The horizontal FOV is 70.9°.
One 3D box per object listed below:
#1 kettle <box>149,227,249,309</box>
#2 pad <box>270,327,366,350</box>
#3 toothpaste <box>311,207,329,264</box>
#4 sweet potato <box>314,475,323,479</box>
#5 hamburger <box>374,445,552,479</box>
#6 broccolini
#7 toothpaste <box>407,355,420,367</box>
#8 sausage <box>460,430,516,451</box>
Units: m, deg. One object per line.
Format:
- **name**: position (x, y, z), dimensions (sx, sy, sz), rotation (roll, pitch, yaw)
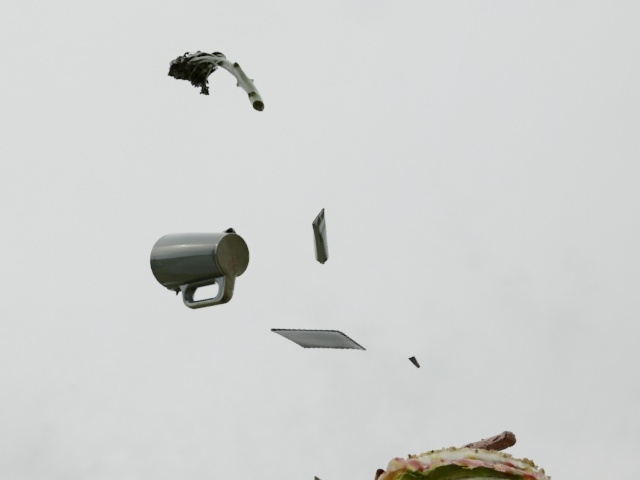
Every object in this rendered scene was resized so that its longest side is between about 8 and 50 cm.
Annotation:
- **kettle**: position (-0.313, 0.074, 1.174), dimensions (0.160, 0.243, 0.210), rotation (29, -117, -48)
- **pad**: position (-0.003, 0.351, 1.590), dimensions (0.270, 0.012, 0.269), rotation (-4, -27, 24)
- **toothpaste**: position (0.000, 0.000, 1.257), dimensions (0.064, 0.041, 0.218), rotation (-54, -24, -30)
- **sweet potato**: position (0.033, 0.783, 1.377), dimensions (0.041, 0.153, 0.038), rotation (-20, -40, -49)
- **hamburger**: position (0.178, 0.376, 0.526), dimensions (0.276, 0.179, 0.294), rotation (-2, -69, 3)
- **broccolini**: position (-0.111, -0.184, 0.496), dimensions (0.054, 0.194, 0.052), rotation (19, -81, -44)
- **toothpaste**: position (0.320, 0.410, 1.521), dimensions (0.024, 0.015, 0.083), rotation (-27, -45, 13)
- **sausage**: position (0.373, 0.467, 1.020), dimensions (0.042, 0.036, 0.158), rotation (13, -40, -30)
